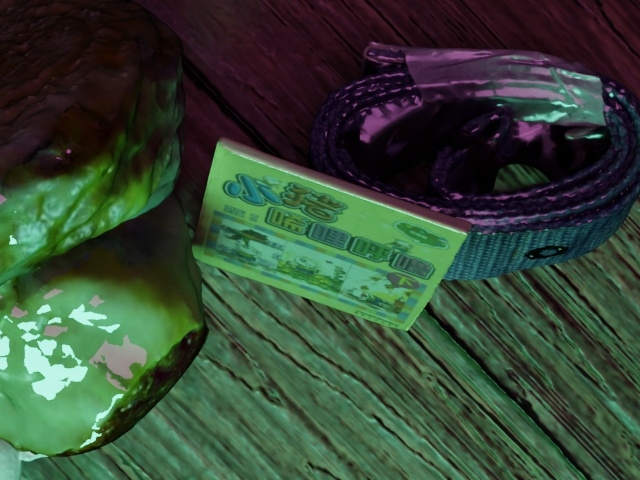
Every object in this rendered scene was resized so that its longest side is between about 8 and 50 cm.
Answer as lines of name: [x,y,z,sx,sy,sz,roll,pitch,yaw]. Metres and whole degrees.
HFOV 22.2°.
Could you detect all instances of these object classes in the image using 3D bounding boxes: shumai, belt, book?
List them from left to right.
shumai: [-0.203,0.006,1.077,0.309,0.304,0.263,-32,120,-21]
book: [0.000,0.000,1.091,0.168,0.192,0.013,19,66,-1]
belt: [0.106,-0.049,1.117,0.230,0.126,0.140,-1,69,0]

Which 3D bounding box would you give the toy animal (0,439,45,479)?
toy animal: [-0.237,0.144,1.153,0.220,0.131,0.104,-28,65,-28]
